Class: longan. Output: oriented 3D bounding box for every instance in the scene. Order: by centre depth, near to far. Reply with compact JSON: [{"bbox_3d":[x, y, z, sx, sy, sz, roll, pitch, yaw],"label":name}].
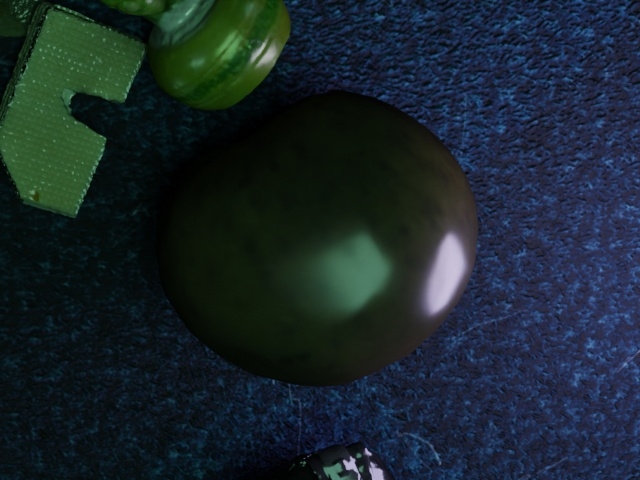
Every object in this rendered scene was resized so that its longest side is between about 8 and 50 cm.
[{"bbox_3d":[0.000,0.000,1.864,0.404,0.404,0.336,-33,152,-6],"label":"longan"}]

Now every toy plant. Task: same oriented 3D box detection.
[{"bbox_3d":[-0.197,-0.302,1.753,0.184,0.224,0.316,-39,121,21],"label":"toy plant"}]

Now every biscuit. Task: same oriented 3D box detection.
[{"bbox_3d":[-0.320,-0.159,1.843,0.147,0.046,0.250,16,102,-33],"label":"biscuit"}]

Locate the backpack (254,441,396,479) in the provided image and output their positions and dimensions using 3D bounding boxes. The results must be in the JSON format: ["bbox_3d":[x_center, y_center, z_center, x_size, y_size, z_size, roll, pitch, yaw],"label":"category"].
[{"bbox_3d":[0.029,0.484,2.098,0.363,0.255,0.446,-36,114,-12],"label":"backpack"}]

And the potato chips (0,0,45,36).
[{"bbox_3d":[-0.397,-0.316,1.761,0.142,0.026,0.209,-45,129,-18],"label":"potato chips"}]
